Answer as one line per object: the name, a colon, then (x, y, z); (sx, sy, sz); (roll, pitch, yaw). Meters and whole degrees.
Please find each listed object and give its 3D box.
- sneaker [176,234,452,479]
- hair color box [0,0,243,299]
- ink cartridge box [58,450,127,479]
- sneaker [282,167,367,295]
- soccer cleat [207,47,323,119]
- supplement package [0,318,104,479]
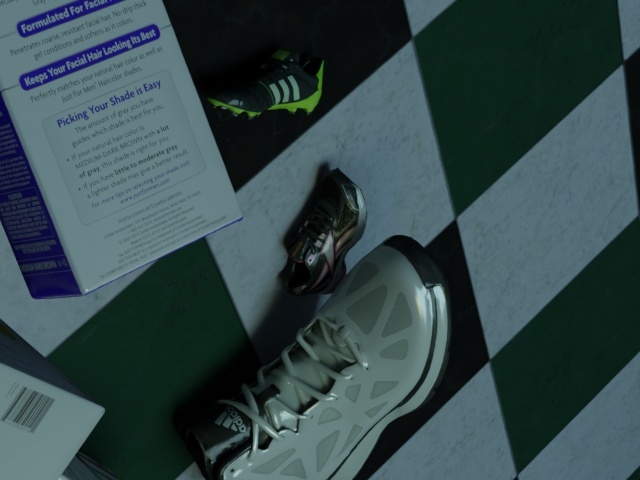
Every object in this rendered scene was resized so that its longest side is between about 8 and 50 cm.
sneaker: (-0.017, 0.192, 2.049); (0.257, 0.169, 0.448); (-17, 146, -40)
hair color box: (-0.220, -0.138, 1.479); (0.185, 0.110, 0.339); (-27, 103, -35)
ink cartridge box: (-0.279, 0.345, 1.813); (0.270, 0.198, 0.197); (39, 86, -35)
sneaker: (0.000, 0.000, 2.043); (0.077, 0.072, 0.178); (-17, 130, -40)
soccer cleat: (-0.060, -0.174, 1.841); (0.179, 0.060, 0.072); (-11, 117, -54)
supplement package: (-0.382, 0.140, 1.529); (0.198, 0.262, 0.199); (-55, 146, -1)
